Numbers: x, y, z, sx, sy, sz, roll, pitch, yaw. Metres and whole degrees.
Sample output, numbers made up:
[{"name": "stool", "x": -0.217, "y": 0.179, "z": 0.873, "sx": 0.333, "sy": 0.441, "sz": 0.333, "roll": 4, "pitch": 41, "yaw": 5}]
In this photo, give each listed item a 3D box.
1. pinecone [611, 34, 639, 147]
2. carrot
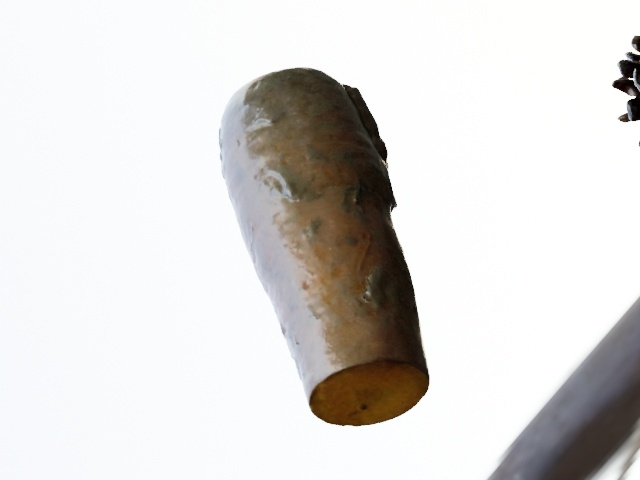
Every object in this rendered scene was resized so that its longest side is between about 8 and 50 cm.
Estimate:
[{"name": "pinecone", "x": 0.376, "y": -0.157, "z": 1.668, "sx": 0.208, "sy": 0.207, "sz": 0.208, "roll": 33, "pitch": -160, "yaw": -14}, {"name": "carrot", "x": 0.000, "y": 0.000, "z": 1.389, "sx": 0.139, "sy": 0.139, "sz": 0.302, "roll": 20, "pitch": -133, "yaw": -41}]
